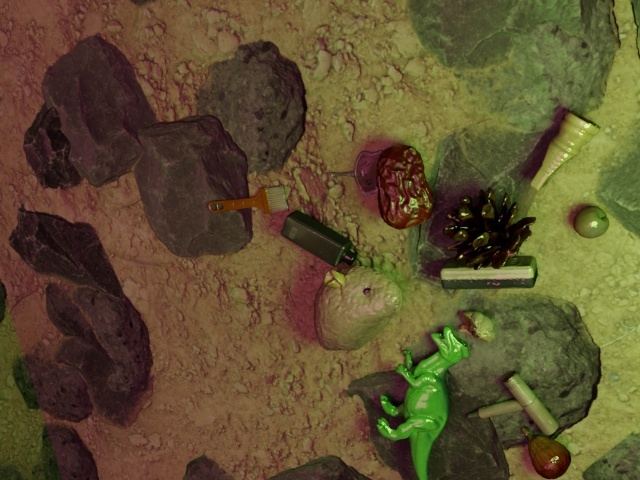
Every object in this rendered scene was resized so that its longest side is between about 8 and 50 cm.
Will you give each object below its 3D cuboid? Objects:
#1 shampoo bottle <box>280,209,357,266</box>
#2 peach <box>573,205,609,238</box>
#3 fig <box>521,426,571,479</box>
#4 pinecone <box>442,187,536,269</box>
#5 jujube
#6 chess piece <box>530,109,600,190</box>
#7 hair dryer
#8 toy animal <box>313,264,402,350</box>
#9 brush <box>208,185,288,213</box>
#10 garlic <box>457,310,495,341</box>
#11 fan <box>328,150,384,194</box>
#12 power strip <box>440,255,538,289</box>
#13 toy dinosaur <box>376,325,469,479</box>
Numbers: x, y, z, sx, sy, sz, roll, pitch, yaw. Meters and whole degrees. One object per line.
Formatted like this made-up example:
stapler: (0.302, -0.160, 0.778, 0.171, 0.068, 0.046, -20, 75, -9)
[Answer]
shampoo bottle: (0.000, 0.000, 1.772, 0.246, 0.079, 0.080, 31, 118, 15)
peach: (0.678, -0.045, 1.434, 0.083, 0.083, 0.083, 8, 108, 24)
fig: (0.635, 0.616, 1.634, 0.152, 0.119, 0.119, 24, 114, 19)
pinecone: (0.426, -0.030, 1.489, 0.229, 0.202, 0.201, -39, 82, 42)
jujube: (0.230, -0.147, 1.584, 0.155, 0.155, 0.230, -7, 94, 27)
chess piece: (0.594, -0.215, 1.416, 0.090, 0.090, 0.200, 35, 117, 13)
hair dryer: (0.548, 0.514, 1.680, 0.220, 0.053, 0.195, -42, 86, 30)
toy animal: (0.091, 0.203, 1.730, 0.226, 0.188, 0.358, 51, 121, 15)
brush: (-0.249, -0.124, 1.893, 0.314, 0.017, 0.090, -4, 103, 28)
garlic: (0.451, 0.243, 1.632, 0.113, 0.094, 0.074, 37, 77, 18)
fan: (0.125, -0.199, 1.693, 0.219, 0.009, 0.132, -1, 102, 25)
power strip: (0.455, 0.088, 1.565, 0.256, 0.105, 0.070, -4, 103, 27)
toy dinosaur: (0.383, 0.543, 1.752, 0.374, 0.144, 0.500, -35, 92, 18)
